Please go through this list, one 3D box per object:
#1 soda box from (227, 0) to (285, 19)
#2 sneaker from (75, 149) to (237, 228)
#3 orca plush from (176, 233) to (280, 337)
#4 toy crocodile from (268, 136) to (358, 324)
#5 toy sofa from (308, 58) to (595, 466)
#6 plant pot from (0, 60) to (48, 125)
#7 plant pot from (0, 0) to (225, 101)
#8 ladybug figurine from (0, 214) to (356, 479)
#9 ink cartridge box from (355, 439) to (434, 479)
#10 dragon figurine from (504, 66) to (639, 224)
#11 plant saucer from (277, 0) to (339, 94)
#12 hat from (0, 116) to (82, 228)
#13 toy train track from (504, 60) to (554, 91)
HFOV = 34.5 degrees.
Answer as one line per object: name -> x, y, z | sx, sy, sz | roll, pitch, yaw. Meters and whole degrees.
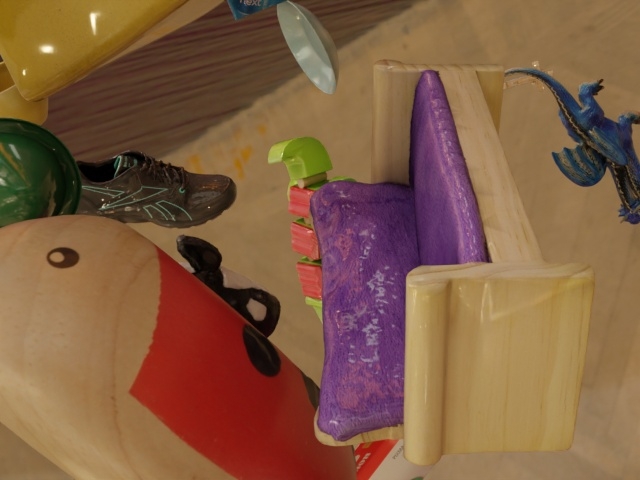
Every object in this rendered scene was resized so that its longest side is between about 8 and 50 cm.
soda box -> -0.078, -0.309, 1.100 | 0.210, 0.071, 0.067 | -106, -6, -58
sneaker -> -0.257, -0.078, 1.565 | 0.101, 0.267, 0.106 | -114, 23, -51
orca plush -> -0.173, 0.070, 1.057 | 0.151, 0.287, 0.102 | -49, 30, 24
toy crocodile -> 0.000, 0.000, 1.601 | 0.115, 0.105, 0.341 | 15, 120, 48
toy sofa -> 0.079, -0.006, 0.800 | 0.177, 0.362, 0.150 | 0, 122, -1
plant pot -> -0.508, -0.233, 1.718 | 0.134, 0.134, 0.095 | 12, 139, 41
plant pot -> -0.154, -0.263, 0.826 | 0.187, 0.212, 0.212 | -11, 111, 38
ladybug figurine -> -0.113, 0.131, 0.825 | 0.305, 0.162, 0.449 | 25, 162, 49
ink cartridge box -> 0.101, 0.391, 1.697 | 0.056, 0.224, 0.181 | 42, 105, 28
dragon figurine -> 0.367, -0.132, 1.385 | 0.289, 0.144, 0.085 | 32, 137, -23
plant saucer -> -0.013, -0.361, 1.884 | 0.195, 0.037, 0.195 | 53, 167, 18
hat -> -0.352, -0.037, 1.171 | 0.183, 0.208, 0.173 | -123, 27, -67
toy train track -> 0.322, -0.250, 1.603 | 0.083, 0.014, 0.048 | -13, 106, 14
